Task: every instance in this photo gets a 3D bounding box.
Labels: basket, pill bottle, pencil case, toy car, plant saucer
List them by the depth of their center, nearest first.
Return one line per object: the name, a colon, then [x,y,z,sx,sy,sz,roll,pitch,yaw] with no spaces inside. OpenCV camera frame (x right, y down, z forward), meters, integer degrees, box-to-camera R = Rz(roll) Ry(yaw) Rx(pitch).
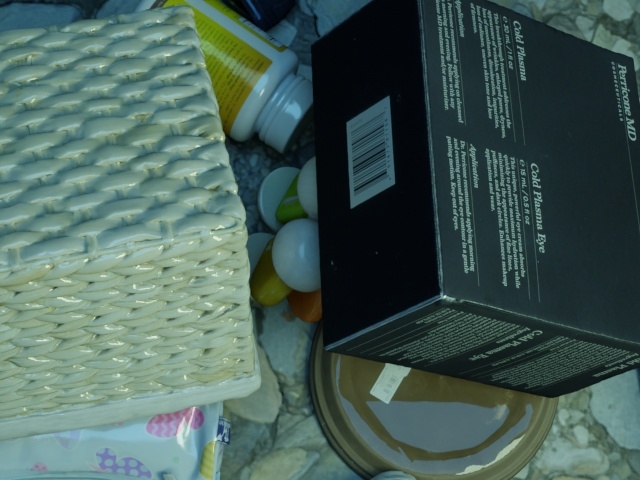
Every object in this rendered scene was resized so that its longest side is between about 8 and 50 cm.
basket: [-0.246,-0.019,1.437,0.331,0.266,0.328,-10,52,-8]
pencil case: [-0.229,0.200,1.510,0.273,0.113,0.124,6,71,-3]
toy car: [0.000,0.000,1.571,0.136,0.159,0.182,27,71,-21]
plant saucer: [0.126,0.141,1.599,0.277,0.041,0.278,1,76,-5]
pill bottle: [-0.106,-0.188,1.621,0.215,0.117,0.117,34,75,4]

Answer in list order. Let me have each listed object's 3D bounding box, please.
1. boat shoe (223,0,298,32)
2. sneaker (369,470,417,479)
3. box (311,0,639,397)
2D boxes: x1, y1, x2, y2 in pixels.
boat shoe: [-0.142,-0.331,1.662,0.258,0.109,0.089,34,78,6]
sneaker: [0.063,0.350,1.491,0.090,0.115,0.232,4,85,-3]
box: [0.168,-0.044,1.488,0.312,0.179,0.343,15,62,-34]
